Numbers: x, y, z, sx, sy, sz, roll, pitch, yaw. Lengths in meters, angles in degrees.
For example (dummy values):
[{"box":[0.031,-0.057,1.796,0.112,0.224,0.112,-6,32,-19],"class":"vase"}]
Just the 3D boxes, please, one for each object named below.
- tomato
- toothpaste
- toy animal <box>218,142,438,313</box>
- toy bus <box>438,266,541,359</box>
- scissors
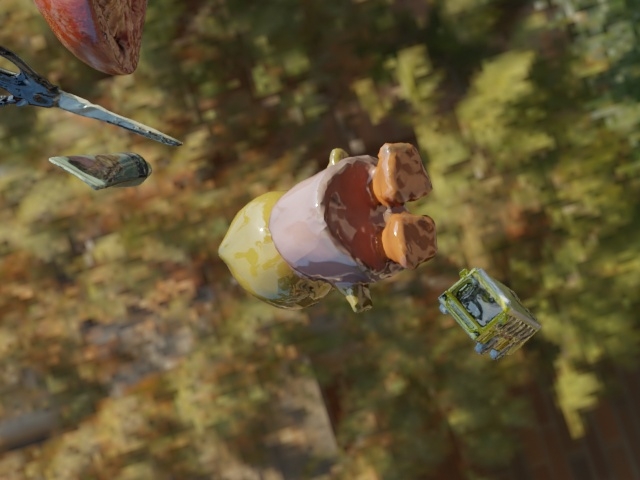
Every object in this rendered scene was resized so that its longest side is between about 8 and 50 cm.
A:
[{"box":[-0.204,-0.233,1.541,0.174,0.082,0.166,62,-149,-68],"class":"tomato"},{"box":[-0.214,-0.070,1.830,0.037,0.062,0.216,-65,-11,9],"class":"toothpaste"},{"box":[-0.005,0.000,2.052,0.281,0.169,0.195,-26,66,53],"class":"toy animal"},{"box":[0.206,0.093,2.161,0.081,0.074,0.226,51,-173,19],"class":"toy bus"},{"box":[-0.309,-0.167,2.178,0.109,0.300,0.022,120,170,-56],"class":"scissors"}]
